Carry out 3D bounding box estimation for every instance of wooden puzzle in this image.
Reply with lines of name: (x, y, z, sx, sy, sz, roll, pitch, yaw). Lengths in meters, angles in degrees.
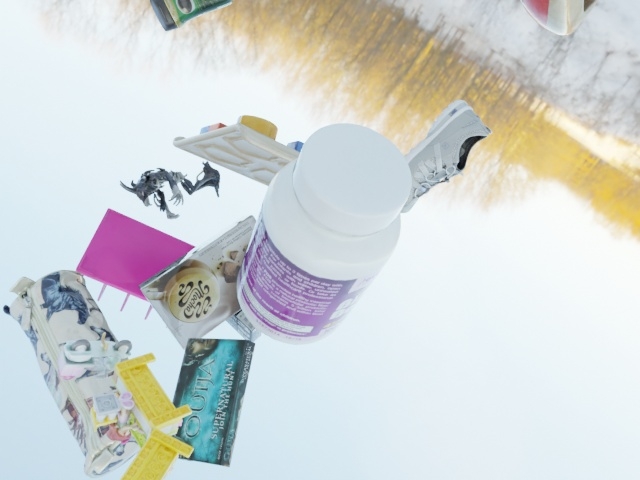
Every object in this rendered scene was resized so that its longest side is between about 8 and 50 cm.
wooden puzzle: (-0.125, -0.198, 1.455, 0.322, 0.081, 0.348, 22, 171, -36)

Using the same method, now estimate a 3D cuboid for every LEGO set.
LEGO set: (-0.209, 0.235, 0.672, 0.132, 0.107, 0.287, 5, -142, -26)

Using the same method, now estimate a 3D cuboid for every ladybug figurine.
ladybug figurine: (0.599, -0.672, 1.554, 0.162, 0.305, 0.449, 18, -143, 26)

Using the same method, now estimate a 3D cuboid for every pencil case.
pencil case: (-0.463, 0.253, 1.238, 0.410, 0.160, 0.183, 54, -164, 20)

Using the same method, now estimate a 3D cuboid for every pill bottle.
pill bottle: (0.000, 0.000, 0.787, 0.169, 0.301, 0.169, 8, -122, -13)

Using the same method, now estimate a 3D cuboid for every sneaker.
sneaker: (0.253, -0.163, 1.377, 0.115, 0.281, 0.105, 45, -157, 26)

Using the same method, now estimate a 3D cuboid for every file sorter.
file sorter: (-0.503, 0.091, 1.752, 0.290, 0.182, 0.202, 25, -126, -14)

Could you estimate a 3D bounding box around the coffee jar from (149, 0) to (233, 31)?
coffee jar: (-0.309, -0.576, 1.513, 0.079, 0.184, 0.096, -116, 1, -63)

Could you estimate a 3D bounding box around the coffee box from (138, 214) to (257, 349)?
coffee box: (-0.241, 0.089, 1.454, 0.168, 0.297, 0.119, 58, 164, -11)

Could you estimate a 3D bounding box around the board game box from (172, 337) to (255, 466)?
board game box: (-0.174, 0.243, 0.977, 0.126, 0.186, 0.026, -4, 154, 32)

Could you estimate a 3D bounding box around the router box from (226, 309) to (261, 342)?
router box: (-0.243, 0.203, 1.792, 0.179, 0.133, 0.046, 42, -114, 13)

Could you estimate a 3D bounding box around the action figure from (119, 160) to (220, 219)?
action figure: (-0.424, -0.143, 1.817, 0.275, 0.164, 0.141, -12, -99, -18)
